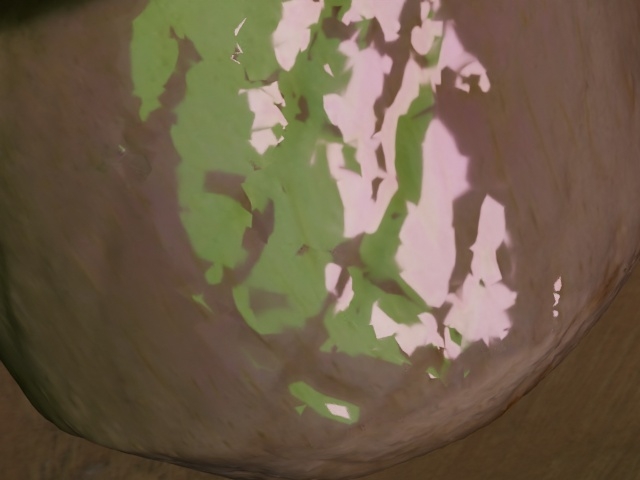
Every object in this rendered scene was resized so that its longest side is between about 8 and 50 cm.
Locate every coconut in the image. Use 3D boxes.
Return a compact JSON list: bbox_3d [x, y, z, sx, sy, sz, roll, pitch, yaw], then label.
[{"bbox_3d":[-0.019,-0.108,0.642,0.344,0.415,0.415,-2,153,33],"label":"coconut"}]
